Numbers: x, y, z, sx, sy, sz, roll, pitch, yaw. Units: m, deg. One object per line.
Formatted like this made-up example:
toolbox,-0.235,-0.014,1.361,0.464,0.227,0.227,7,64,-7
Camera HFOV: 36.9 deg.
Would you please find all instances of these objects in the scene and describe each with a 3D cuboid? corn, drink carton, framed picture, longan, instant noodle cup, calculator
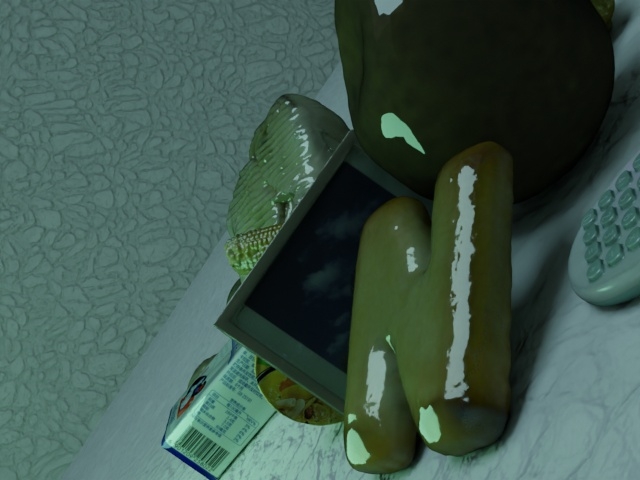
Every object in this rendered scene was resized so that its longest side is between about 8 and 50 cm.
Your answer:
corn,0.000,0.000,1.410,0.288,0.087,0.086,-12,23,13
drink carton,-0.102,0.197,1.438,0.315,0.106,0.130,-50,12,11
framed picture,0.041,0.039,1.077,0.281,0.209,0.019,-57,1,-14
longan,0.156,-0.206,1.027,0.288,0.350,0.288,-18,2,0
instant noodle cup,0.003,0.132,1.147,0.151,0.151,0.122,-51,0,11
calculator,0.301,-0.061,0.747,0.295,0.042,0.184,-49,11,31

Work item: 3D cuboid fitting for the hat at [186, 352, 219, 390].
hat,-0.182,0.231,1.647,0.166,0.144,0.173,-52,33,-8

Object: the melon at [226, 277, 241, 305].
melon,-0.129,0.118,1.832,0.098,0.098,0.131,-35,25,59

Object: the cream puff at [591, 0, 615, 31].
cream puff,0.262,-0.269,1.253,0.244,0.196,0.244,-23,1,1

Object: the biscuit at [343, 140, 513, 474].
biscuit,0.097,0.067,0.913,0.237,0.062,0.291,-33,44,56

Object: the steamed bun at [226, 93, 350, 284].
steamed bun,-0.007,-0.062,1.620,0.310,0.219,0.324,-64,31,24
